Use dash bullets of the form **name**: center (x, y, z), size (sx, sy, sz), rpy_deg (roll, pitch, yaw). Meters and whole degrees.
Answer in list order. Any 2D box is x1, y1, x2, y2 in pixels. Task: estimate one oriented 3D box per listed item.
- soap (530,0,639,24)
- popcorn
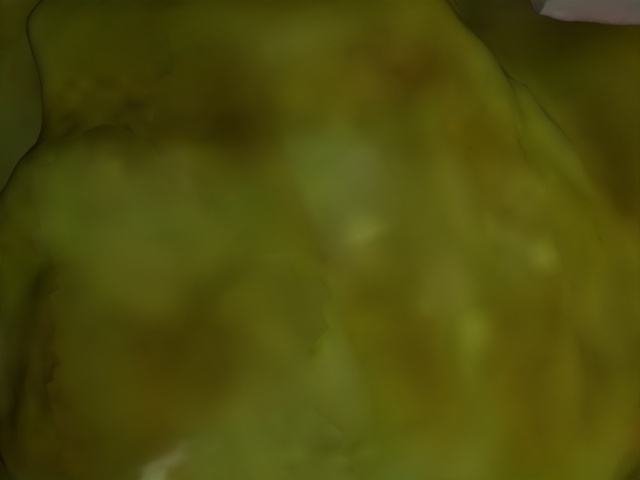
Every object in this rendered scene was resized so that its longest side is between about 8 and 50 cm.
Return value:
- **soap**: center (0.090, -0.101, 0.362), size (0.149, 0.100, 0.056), rpy_deg (-15, 167, -32)
- **popcorn**: center (0.002, -0.004, 0.420), size (0.253, 0.191, 0.190), rpy_deg (-6, -179, -25)
